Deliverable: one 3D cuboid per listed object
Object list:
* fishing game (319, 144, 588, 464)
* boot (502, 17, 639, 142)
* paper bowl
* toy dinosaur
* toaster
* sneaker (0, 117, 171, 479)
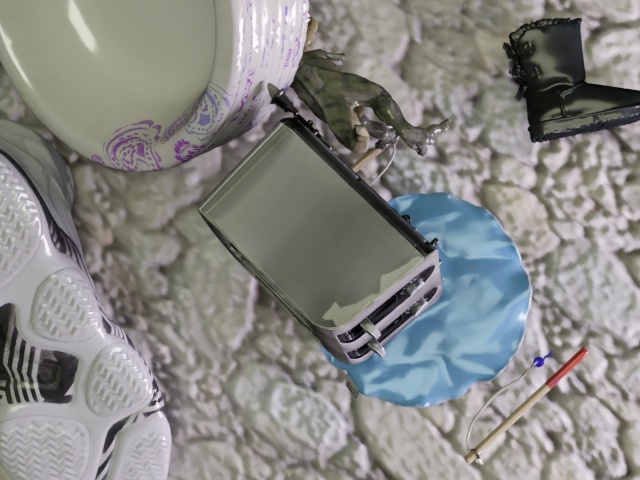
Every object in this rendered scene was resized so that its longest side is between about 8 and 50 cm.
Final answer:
[{"bbox_3d":[0.083,0.052,1.114,0.189,0.041,0.264,-43,76,-3],"label":"fishing game"},{"bbox_3d":[0.220,-0.141,1.124,0.121,0.045,0.099,-11,82,2],"label":"boot"},{"bbox_3d":[-0.130,-0.207,1.048,0.284,0.148,0.284,17,119,33],"label":"paper bowl"},{"bbox_3d":[0.030,-0.107,1.060,0.118,0.268,0.064,24,107,-27],"label":"toy dinosaur"},{"bbox_3d":[0.000,0.000,1.027,0.110,0.168,0.185,-44,76,-6],"label":"toaster"},{"bbox_3d":[-0.227,0.049,1.081,0.137,0.210,0.366,-22,119,1],"label":"sneaker"}]
